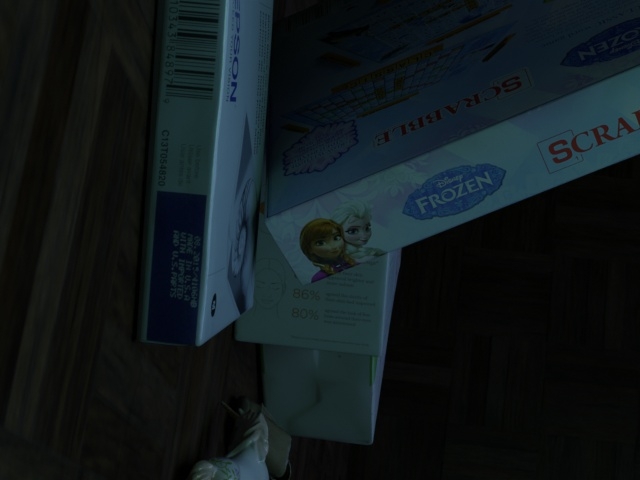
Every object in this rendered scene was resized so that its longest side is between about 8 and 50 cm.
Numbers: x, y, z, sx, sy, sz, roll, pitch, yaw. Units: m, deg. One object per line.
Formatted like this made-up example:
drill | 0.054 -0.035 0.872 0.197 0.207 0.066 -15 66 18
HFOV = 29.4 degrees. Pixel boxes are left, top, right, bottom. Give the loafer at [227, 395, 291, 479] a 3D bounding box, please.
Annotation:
loafer | -0.052 0.183 1.106 0.148 0.050 0.056 84 13 -62

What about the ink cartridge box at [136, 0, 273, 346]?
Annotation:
ink cartridge box | -0.064 -0.057 0.798 0.224 0.045 0.223 -47 142 -81

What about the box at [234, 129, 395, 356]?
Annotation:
box | 0.000 0.000 1.050 0.091 0.130 0.171 -61 157 -73

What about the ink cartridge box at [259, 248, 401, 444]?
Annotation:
ink cartridge box | 0.022 0.017 1.317 0.353 0.119 0.207 -78 170 -49

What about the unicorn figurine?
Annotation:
unicorn figurine | -0.067 0.186 0.925 0.162 0.060 0.111 32 64 -83

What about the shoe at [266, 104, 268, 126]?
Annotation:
shoe | 0.022 -0.087 1.163 0.076 0.219 0.058 -49 -137 11

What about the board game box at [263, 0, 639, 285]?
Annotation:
board game box | 0.113 -0.134 0.910 0.318 0.318 0.066 -91 156 -56
